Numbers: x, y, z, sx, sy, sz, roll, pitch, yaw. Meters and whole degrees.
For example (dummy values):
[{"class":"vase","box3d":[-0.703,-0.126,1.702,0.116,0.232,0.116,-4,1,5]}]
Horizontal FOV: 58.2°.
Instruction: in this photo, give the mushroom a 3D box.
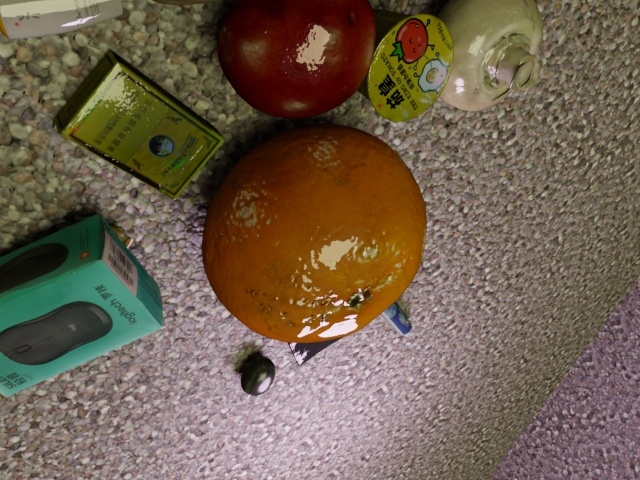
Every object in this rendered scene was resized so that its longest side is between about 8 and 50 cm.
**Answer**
[{"class":"mushroom","box3d":[0.318,-0.351,1.079,0.246,0.202,0.246,-28,146,-21]}]

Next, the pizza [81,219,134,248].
[{"class":"pizza","box3d":[-0.408,0.021,1.003,0.160,0.035,0.099,-32,136,-8]}]

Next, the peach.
[{"class":"peach","box3d":[-0.035,-0.291,0.866,0.244,0.199,0.243,-20,175,-2]}]

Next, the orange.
[{"class":"orange","box3d":[0.000,0.000,1.053,0.424,0.326,0.423,-17,132,-20]}]

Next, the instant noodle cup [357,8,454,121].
[{"class":"instant noodle cup","box3d":[0.118,-0.318,1.005,0.182,0.144,0.182,-19,131,-24]}]

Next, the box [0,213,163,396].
[{"class":"box","box3d":[-0.449,0.115,0.955,0.312,0.118,0.205,-23,133,0]}]

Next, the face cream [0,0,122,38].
[{"class":"face cream","box3d":[-0.359,-0.308,0.759,0.182,0.051,0.072,-17,136,-21]}]

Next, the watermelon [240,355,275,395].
[{"class":"watermelon","box3d":[-0.151,0.328,1.399,0.078,0.078,0.110,8,119,-38]}]

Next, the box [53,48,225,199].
[{"class":"box","box3d":[-0.280,-0.175,0.914,0.141,0.064,0.220,-48,137,7]}]

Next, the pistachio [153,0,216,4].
[{"class":"pistachio","box3d":[-0.167,-0.388,0.766,0.238,0.153,0.137,-4,122,7]}]

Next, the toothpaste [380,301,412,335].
[{"class":"toothpaste","box3d":[0.190,0.192,1.540,0.069,0.047,0.268,-46,136,-4]}]

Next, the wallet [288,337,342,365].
[{"class":"wallet","box3d":[0.031,0.223,1.472,0.244,0.025,0.124,-32,137,-12]}]
